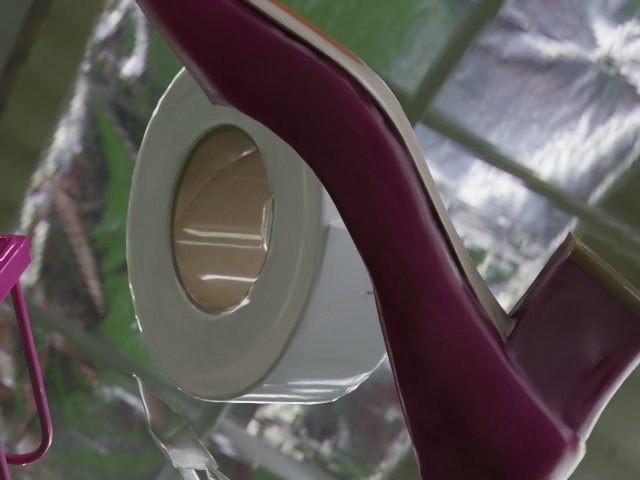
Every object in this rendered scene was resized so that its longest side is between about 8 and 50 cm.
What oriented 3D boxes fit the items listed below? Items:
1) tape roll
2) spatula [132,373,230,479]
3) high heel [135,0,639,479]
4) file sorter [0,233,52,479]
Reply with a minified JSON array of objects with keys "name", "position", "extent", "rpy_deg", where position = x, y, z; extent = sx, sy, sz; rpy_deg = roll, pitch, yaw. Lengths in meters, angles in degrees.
[{"name":"tape roll","position":[-0.041,-0.012,1.477],"extent":[0.100,0.286,0.286],"rpy_deg":[6,-34,-36]},{"name":"spatula","position":[-0.038,0.174,1.110],"extent":[0.168,0.019,0.242],"rpy_deg":[41,-13,23]},{"name":"high heel","position":[0.000,0.000,1.042],"extent":[0.377,0.127,0.181],"rpy_deg":[40,-82,7]},{"name":"file sorter","position":[-0.306,0.141,1.115],"extent":[0.202,0.291,0.182],"rpy_deg":[3,-58,17]}]
